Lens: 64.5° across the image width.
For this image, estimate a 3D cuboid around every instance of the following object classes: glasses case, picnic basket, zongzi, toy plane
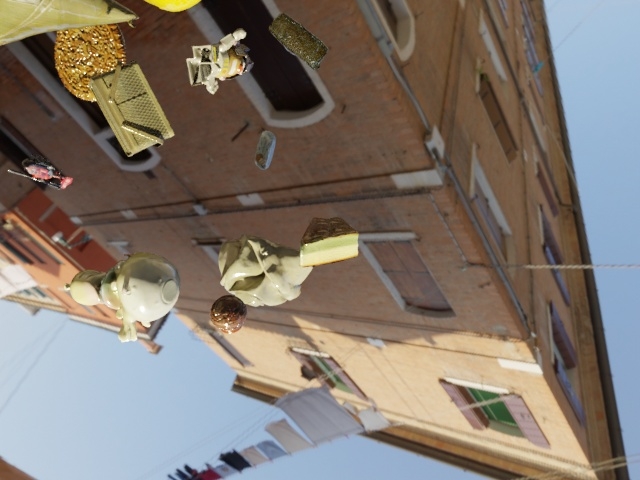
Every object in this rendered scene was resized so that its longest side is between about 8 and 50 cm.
[{"bbox_3d":[-0.230,-0.374,2.108,0.045,0.067,0.179,-38,158,-43],"label":"glasses case"},{"bbox_3d":[-0.569,-0.394,1.528,0.139,0.267,0.165,-31,-161,-20],"label":"picnic basket"},{"bbox_3d":[-0.802,-0.622,1.441,0.447,0.418,0.182,-18,-114,43],"label":"zongzi"},{"bbox_3d":[-0.644,-0.158,1.187,0.060,0.145,0.037,-48,-117,10],"label":"toy plane"}]

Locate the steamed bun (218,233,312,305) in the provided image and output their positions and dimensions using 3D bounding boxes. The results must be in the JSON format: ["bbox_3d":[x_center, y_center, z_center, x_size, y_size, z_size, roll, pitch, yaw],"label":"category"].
[{"bbox_3d":[-0.241,0.136,2.009,0.342,0.367,0.255,140,-29,-71],"label":"steamed bun"}]

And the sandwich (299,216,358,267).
[{"bbox_3d":[0.000,0.000,1.785,0.219,0.108,0.186,-12,-152,-21],"label":"sandwich"}]

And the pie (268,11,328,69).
[{"bbox_3d":[-0.093,-0.879,2.240,0.129,0.282,0.068,-49,-160,19],"label":"pie"}]

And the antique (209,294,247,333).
[{"bbox_3d":[-0.244,0.192,1.346,0.104,0.104,0.104,-26,-148,18],"label":"antique"}]

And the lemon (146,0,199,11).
[{"bbox_3d":[-0.345,-0.666,1.165,0.253,0.228,0.228,-50,-159,32],"label":"lemon"}]

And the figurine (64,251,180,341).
[{"bbox_3d":[-0.624,0.170,1.560,0.394,0.226,0.275,2,-95,22],"label":"figurine"}]

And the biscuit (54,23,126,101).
[{"bbox_3d":[-0.775,-0.621,1.691,0.305,0.305,0.038,-23,-178,23],"label":"biscuit"}]

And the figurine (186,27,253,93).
[{"bbox_3d":[-0.392,-0.717,2.020,0.308,0.143,0.308,-31,-174,3],"label":"figurine"}]
